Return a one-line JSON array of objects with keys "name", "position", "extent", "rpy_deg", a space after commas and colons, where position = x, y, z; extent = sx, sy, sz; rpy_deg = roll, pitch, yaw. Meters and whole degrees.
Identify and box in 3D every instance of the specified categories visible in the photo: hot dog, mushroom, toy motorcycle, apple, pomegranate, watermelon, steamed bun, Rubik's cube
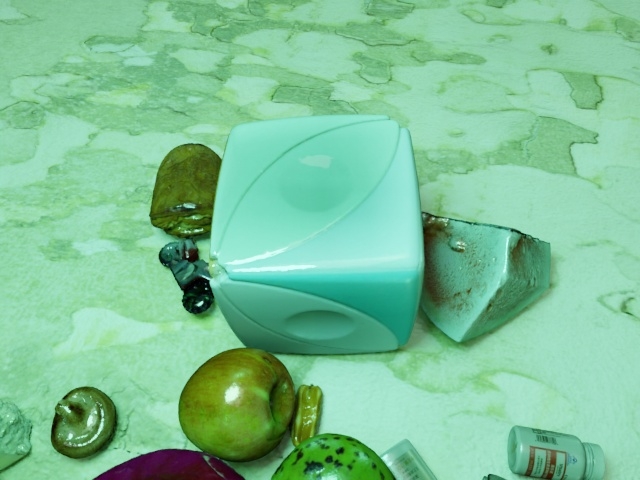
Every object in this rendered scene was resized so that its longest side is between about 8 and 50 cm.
[{"name": "hot dog", "position": [-0.304, -0.117, 1.197], "extent": [0.196, 0.122, 0.272], "rpy_deg": [-11, 42, -4]}, {"name": "mushroom", "position": [-0.435, 0.330, 0.935], "extent": [0.109, 0.085, 0.126], "rpy_deg": [26, 52, -22]}, {"name": "hot dog", "position": [-0.028, 0.326, 0.945], "extent": [0.057, 0.041, 0.133], "rpy_deg": [6, 50, 7]}, {"name": "toy motorcycle", "position": [-0.266, 0.061, 1.099], "extent": [0.122, 0.082, 0.213], "rpy_deg": [-25, 50, -20]}, {"name": "apple", "position": [-0.146, 0.283, 0.889], "extent": [0.196, 0.196, 0.195], "rpy_deg": [-1, 57, 2]}, {"name": "pomegranate", "position": [0.012, 0.411, 0.769], "extent": [0.211, 0.263, 0.210], "rpy_deg": [0, 92, 15]}, {"name": "watermelon", "position": [0.298, 0.054, 0.997], "extent": [0.320, 0.213, 0.289], "rpy_deg": [26, 63, 5]}, {"name": "steamed bun", "position": [-0.645, 0.317, 0.868], "extent": [0.200, 0.225, 0.170], "rpy_deg": [-25, 59, -10]}, {"name": "Rubik's cube", "position": [0.000, 0.000, 0.967], "extent": [0.352, 0.352, 0.347], "rpy_deg": [0, 57, 0]}]

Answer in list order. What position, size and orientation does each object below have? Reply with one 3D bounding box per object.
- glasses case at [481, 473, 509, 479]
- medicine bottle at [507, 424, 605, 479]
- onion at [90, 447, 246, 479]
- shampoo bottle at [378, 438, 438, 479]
[{"name": "glasses case", "position": [0.395, 0.476, 0.795], "extent": [0.299, 0.060, 0.114], "rpy_deg": [19, 28, 14]}, {"name": "medicine bottle", "position": [0.397, 0.366, 0.869], "extent": [0.140, 0.079, 0.079], "rpy_deg": [8, 58, 8]}, {"name": "onion", "position": [-0.235, 0.438, 0.674], "extent": [0.348, 0.385, 0.347], "rpy_deg": [-1, 52, 1]}, {"name": "shampoo bottle", "position": [0.178, 0.448, 0.841], "extent": [0.086, 0.055, 0.227], "rpy_deg": [-26, 59, -19]}]
